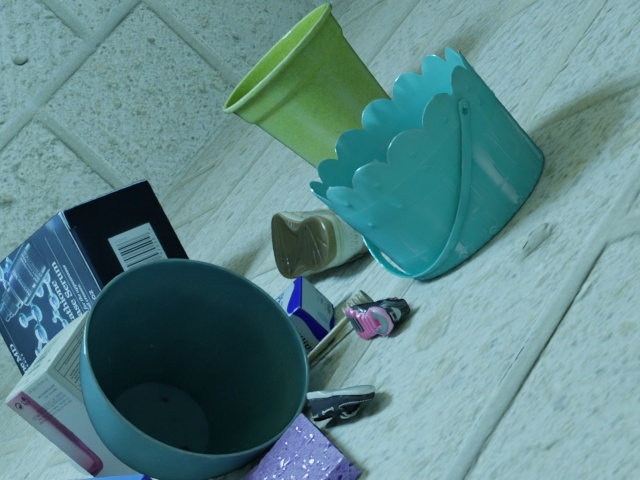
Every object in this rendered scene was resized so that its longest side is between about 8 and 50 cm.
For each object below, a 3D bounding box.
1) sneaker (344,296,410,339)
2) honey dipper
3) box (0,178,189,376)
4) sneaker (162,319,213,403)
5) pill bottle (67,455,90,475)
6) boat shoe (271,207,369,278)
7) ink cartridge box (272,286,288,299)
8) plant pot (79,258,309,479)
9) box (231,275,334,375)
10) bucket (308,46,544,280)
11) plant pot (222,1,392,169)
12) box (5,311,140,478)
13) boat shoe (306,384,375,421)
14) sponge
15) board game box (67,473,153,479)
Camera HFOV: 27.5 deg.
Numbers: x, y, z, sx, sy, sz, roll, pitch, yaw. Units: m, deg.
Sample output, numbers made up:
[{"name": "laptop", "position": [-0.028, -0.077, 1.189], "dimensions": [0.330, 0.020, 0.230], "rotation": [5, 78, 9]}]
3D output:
[{"name": "sneaker", "position": [0.075, 0.093, 1.659], "dimensions": [0.057, 0.047, 0.119], "rotation": [-35, 12, -22]}, {"name": "honey dipper", "position": [0.010, 0.134, 1.757], "dimensions": [0.160, 0.030, 0.030], "rotation": [-48, 13, 9]}, {"name": "box", "position": [-0.430, 0.110, 2.469], "dimensions": [0.212, 0.293, 0.395], "rotation": [-26, -4, -42]}, {"name": "sneaker", "position": [-0.191, 0.180, 1.913], "dimensions": [0.145, 0.090, 0.270], "rotation": [-58, -13, -53]}, {"name": "pill bottle", "position": [-0.355, 0.304, 2.184], "dimensions": [0.108, 0.108, 0.193], "rotation": [-40, 14, 24]}, {"name": "boat shoe", "position": [0.000, 0.000, 2.052], "dimensions": [0.098, 0.109, 0.302], "rotation": [-9, 1, -20]}, {"name": "ink cartridge box", "position": [-0.063, 0.117, 2.014], "dimensions": [0.063, 0.029, 0.115], "rotation": [-36, 16, 36]}, {"name": "plant pot", "position": [-0.184, 0.196, 1.689], "dimensions": [0.290, 0.290, 0.195], "rotation": [-59, 1, -44]}, {"name": "box", "position": [-0.052, 0.134, 1.838], "dimensions": [0.137, 0.072, 0.126], "rotation": [-42, 14, 13]}, {"name": "bucket", "position": [0.139, -0.093, 1.690], "dimensions": [0.281, 0.183, 0.281], "rotation": [-43, 13, 13]}, {"name": "plant pot", "position": [0.006, -0.252, 2.407], "dimensions": [0.276, 0.254, 0.276], "rotation": [-44, 14, 14]}, {"name": "box", "position": [-0.337, 0.251, 2.011], "dimensions": [0.127, 0.232, 0.148], "rotation": [-36, 16, 36]}, {"name": "boat shoe", "position": [0.025, 0.190, 1.518], "dimensions": [0.046, 0.038, 0.125], "rotation": [-4, -7, -35]}, {"name": "sponge", "position": [-0.028, 0.267, 1.467], "dimensions": [0.117, 0.031, 0.210], "rotation": [-47, 14, -5]}, {"name": "board game box", "position": [-0.344, 0.441, 1.811], "dimensions": [0.233, 0.078, 0.347], "rotation": [-52, 15, -26]}]
